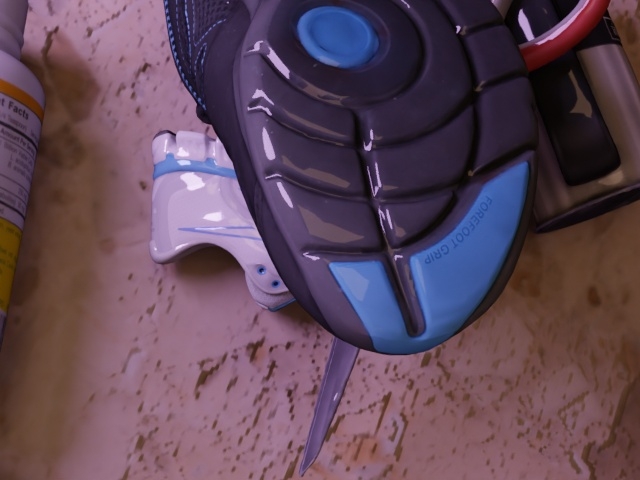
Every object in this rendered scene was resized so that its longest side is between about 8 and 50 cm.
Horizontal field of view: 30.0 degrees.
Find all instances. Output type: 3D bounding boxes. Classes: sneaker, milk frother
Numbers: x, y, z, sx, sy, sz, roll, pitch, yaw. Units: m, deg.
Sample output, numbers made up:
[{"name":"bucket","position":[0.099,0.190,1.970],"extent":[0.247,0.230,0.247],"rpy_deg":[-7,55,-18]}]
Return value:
[{"name":"sneaker","position":[-0.001,-0.083,0.551],"extent":[0.125,0.140,0.341],"rpy_deg":[0,53,-19]},{"name":"milk frother","position":[0.097,-0.068,0.644],"extent":[0.143,0.129,0.135],"rpy_deg":[-26,79,31]},{"name":"sneaker","position":[0.000,0.000,0.626],"extent":[0.190,0.071,0.083],"rpy_deg":[9,83,2]}]

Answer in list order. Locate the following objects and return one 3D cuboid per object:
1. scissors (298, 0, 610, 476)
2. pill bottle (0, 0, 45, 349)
[{"name":"scissors","position":[0.035,-0.036,0.582],"extent":[0.109,0.021,0.297],"rpy_deg":[34,97,31]},{"name":"pill bottle","position":[-0.199,-0.025,0.570],"extent":[0.117,0.117,0.215],"rpy_deg":[8,76,-6]}]
